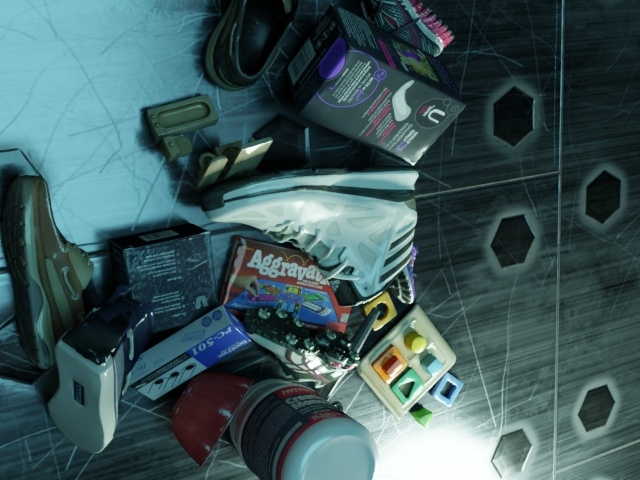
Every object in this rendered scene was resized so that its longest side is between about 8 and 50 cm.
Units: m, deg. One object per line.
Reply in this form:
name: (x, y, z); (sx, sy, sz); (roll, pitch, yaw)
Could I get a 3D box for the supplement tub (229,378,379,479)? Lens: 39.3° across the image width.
supplement tub: (-0.036, 0.376, 1.646); (0.191, 0.272, 0.191); (-8, 105, -29)

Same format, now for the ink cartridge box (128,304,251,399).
ink cartridge box: (-0.232, 0.197, 1.561); (0.207, 0.046, 0.097); (-31, 150, 1)

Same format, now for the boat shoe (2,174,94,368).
boat shoe: (-0.430, 0.045, 1.439); (0.116, 0.123, 0.324); (-15, 119, -32)

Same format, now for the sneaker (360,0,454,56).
sneaker: (0.115, -0.425, 1.642); (0.299, 0.121, 0.112); (37, 103, -26)

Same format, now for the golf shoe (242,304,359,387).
golf shoe: (-0.050, 0.213, 1.690); (0.273, 0.105, 0.120); (27, 116, -36)

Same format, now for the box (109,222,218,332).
box: (-0.269, 0.066, 1.544); (0.156, 0.093, 0.158); (-12, 107, -27)

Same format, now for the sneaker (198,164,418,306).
sneaker: (0.001, 0.000, 1.619); (0.447, 0.169, 0.258); (-5, 92, -32)

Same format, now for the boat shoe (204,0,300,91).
boat shoe: (-0.078, -0.418, 1.519); (0.132, 0.130, 0.355); (17, 93, -32)

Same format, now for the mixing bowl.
mixing bowl: (-0.207, 0.304, 1.611); (0.098, 0.181, 0.181); (31, 84, 1)

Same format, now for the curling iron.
curling iron: (0.054, 0.259, 1.809); (0.068, 0.035, 0.274); (23, 91, -25)

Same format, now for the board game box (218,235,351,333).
board game box: (-0.054, 0.089, 1.714); (0.281, 0.027, 0.145); (13, 94, -32)

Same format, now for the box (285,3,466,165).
box: (0.097, -0.275, 1.613); (0.270, 0.143, 0.165); (20, 126, -32)

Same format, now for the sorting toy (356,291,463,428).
sorting toy: (0.190, 0.259, 1.883); (0.196, 0.047, 0.348); (-46, 119, -13)

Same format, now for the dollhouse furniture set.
dollhouse furniture set: (-0.187, -0.184, 1.479); (0.144, 0.123, 0.151); (-20, 79, -25)

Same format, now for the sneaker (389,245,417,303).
sneaker: (0.173, 0.044, 1.811); (0.071, 0.068, 0.170); (-18, 106, -34)

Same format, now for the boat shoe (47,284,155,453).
boat shoe: (-0.345, 0.215, 1.464); (0.127, 0.340, 0.158); (34, 51, 7)
